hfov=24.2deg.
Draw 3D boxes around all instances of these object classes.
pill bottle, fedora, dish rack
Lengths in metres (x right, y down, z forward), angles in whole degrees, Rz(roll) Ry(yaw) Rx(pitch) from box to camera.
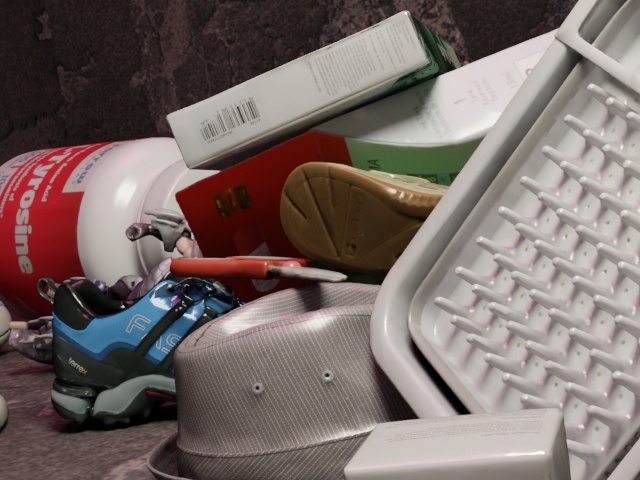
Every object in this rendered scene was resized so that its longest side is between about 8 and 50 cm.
[{"bbox_3d":[-0.237,-0.007,1.816,0.229,0.229,0.408,-15,9,-40],"label":"pill bottle"},{"bbox_3d":[0.004,0.101,1.082,0.276,0.124,0.244,-8,8,11],"label":"fedora"},{"bbox_3d":[0.186,0.001,0.901,0.072,0.332,0.285,28,13,-34],"label":"dish rack"}]

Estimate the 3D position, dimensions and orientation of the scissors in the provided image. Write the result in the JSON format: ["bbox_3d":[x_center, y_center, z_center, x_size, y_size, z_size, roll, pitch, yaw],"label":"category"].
[{"bbox_3d":[-0.020,0.022,1.184,0.109,0.021,0.297,2,-1,-31],"label":"scissors"}]

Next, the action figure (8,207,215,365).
[{"bbox_3d":[-0.194,0.067,1.551,0.285,0.099,0.185,-18,43,43],"label":"action figure"}]

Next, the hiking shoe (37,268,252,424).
[{"bbox_3d":[-0.097,0.082,1.312,0.304,0.132,0.113,-7,7,5],"label":"hiking shoe"}]

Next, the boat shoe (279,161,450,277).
[{"bbox_3d":[0.105,0.002,1.143,0.285,0.104,0.089,26,21,28],"label":"boat shoe"}]

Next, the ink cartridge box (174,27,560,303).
[{"bbox_3d":[0.088,-0.010,1.412,0.385,0.091,0.308,-23,-34,-3],"label":"ink cartridge box"}]

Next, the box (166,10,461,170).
[{"bbox_3d":[0.011,-0.131,1.419,0.232,0.058,0.322,-22,-2,12],"label":"box"}]

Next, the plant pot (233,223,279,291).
[{"bbox_3d":[0.000,0.000,1.629,0.174,0.191,0.191,-16,10,-31],"label":"plant pot"}]

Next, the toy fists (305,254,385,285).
[{"bbox_3d":[0.106,0.039,1.270,0.279,0.096,0.142,18,-8,28],"label":"toy fists"}]

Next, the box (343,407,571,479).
[{"bbox_3d":[0.074,0.144,0.743,0.101,0.101,0.087,-7,6,14],"label":"box"}]

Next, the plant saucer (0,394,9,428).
[{"bbox_3d":[-0.492,0.157,1.366,0.401,0.100,0.400,-8,8,1],"label":"plant saucer"}]

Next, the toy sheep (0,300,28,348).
[{"bbox_3d":[-0.411,0.103,1.765,0.132,0.091,0.091,5,8,4],"label":"toy sheep"}]
